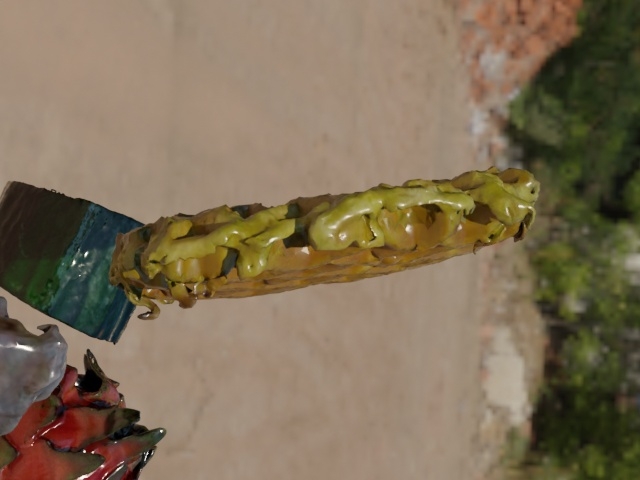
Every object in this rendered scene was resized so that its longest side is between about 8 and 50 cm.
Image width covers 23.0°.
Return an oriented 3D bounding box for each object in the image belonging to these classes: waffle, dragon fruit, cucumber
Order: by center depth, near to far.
[{"bbox_3d":[0.000,0.000,1.094,0.325,0.302,0.068,117,-38,-85],"label":"waffle"},{"bbox_3d":[-0.271,0.019,1.672,0.130,0.191,0.191,-66,165,-7],"label":"cucumber"},{"bbox_3d":[-0.297,0.242,1.810,0.192,0.274,0.193,-74,155,-59],"label":"dragon fruit"}]

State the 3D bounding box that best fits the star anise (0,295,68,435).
[{"bbox_3d":[-0.365,0.144,1.243,0.316,0.359,0.139,-91,168,-65],"label":"star anise"}]
